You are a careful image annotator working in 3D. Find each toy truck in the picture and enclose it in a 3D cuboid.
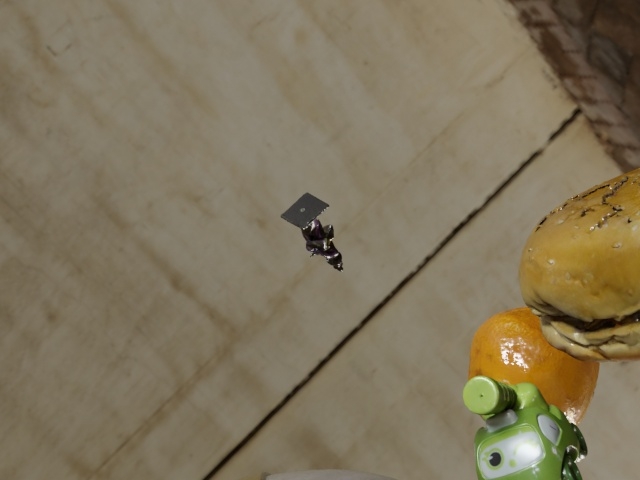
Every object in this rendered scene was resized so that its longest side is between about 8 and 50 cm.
[{"bbox_3d":[0.288,0.283,1.348,0.187,0.148,0.210,-9,-109,-64],"label":"toy truck"}]

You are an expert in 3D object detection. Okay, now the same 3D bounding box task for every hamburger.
[{"bbox_3d":[0.391,0.010,1.078,0.304,0.284,0.174,-16,108,46],"label":"hamburger"}]

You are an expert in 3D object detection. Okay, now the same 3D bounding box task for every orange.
[{"bbox_3d":[0.402,0.253,1.742,0.261,0.261,0.261,45,174,6],"label":"orange"}]

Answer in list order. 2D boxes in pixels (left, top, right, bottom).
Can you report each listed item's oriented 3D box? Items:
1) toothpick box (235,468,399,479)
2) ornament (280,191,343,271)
[{"bbox_3d":[-0.036,0.487,1.107,0.425,0.409,0.409,-12,137,30],"label":"toothpick box"},{"bbox_3d":[-0.006,-0.005,1.983,0.081,0.088,0.203,36,163,39],"label":"ornament"}]
